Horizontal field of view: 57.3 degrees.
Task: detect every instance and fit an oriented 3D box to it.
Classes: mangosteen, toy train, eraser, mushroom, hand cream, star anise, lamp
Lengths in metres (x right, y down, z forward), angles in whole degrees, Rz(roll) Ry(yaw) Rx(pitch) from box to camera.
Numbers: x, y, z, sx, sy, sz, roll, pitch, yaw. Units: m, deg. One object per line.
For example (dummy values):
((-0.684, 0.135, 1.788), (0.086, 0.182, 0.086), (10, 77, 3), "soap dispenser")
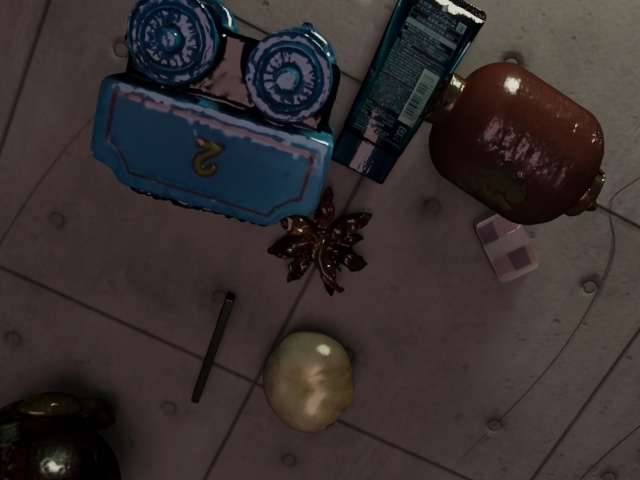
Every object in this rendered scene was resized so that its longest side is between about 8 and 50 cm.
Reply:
((-0.439, 0.374, 0.892), (0.287, 0.288, 0.288), (1, 107, 2), "mangosteen")
((-0.127, -0.167, 0.756), (0.300, 0.188, 0.265), (16, 111, -4), "toy train")
((0.275, 0.005, 0.870), (0.065, 0.026, 0.105), (-27, 104, 12), "eraser")
((-0.014, 0.214, 0.900), (0.154, 0.122, 0.154), (-3, 85, 35), "mushroom")
((0.112, -0.213, 0.799), (0.120, 0.061, 0.271), (27, 101, -7), "hand cream")
((0.001, 0.000, 0.864), (0.167, 0.057, 0.168), (0, 102, 1), "star anise")
((0.252, -0.120, 0.765), (0.258, 0.180, 0.180), (32, 105, -9), "lamp")

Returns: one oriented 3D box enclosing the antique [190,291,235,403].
((-0.172, 0.172, 0.933), (0.015, 0.031, 0.192), (18, 106, -10), "antique")
